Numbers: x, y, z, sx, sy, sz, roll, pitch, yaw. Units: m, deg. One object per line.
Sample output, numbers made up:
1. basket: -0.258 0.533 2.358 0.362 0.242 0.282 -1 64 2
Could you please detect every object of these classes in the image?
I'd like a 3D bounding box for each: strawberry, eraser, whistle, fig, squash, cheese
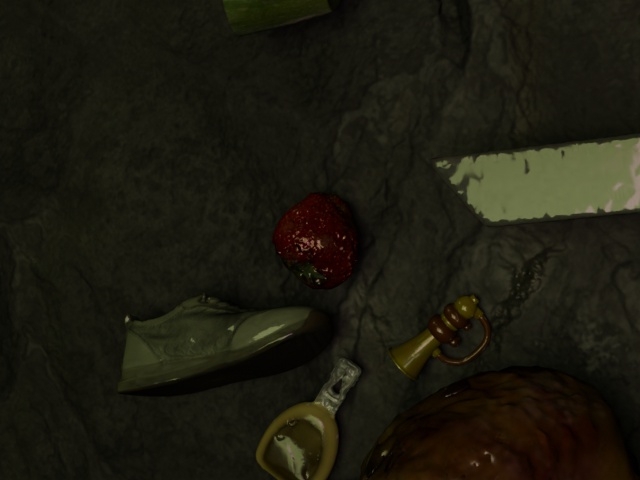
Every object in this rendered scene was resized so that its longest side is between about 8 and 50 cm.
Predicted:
1. strawberry: -0.001 0.000 1.244 0.106 0.106 0.106 1 93 25
2. eraser: 0.286 -0.060 1.096 0.352 0.111 0.077 -5 93 24
3. whistle: 0.129 0.104 1.216 0.109 0.046 0.057 -38 63 15
4. fig: 0.114 0.254 1.140 0.368 0.286 0.286 0 93 48
5. squash: -0.046 -0.298 1.214 0.122 0.170 0.170 2 94 13
6. cheese: -0.003 0.199 1.283 0.086 0.036 0.162 37 107 17

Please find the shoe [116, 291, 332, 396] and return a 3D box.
1. shoe: -0.112 0.106 1.295 0.274 0.103 0.098 -15 75 24
